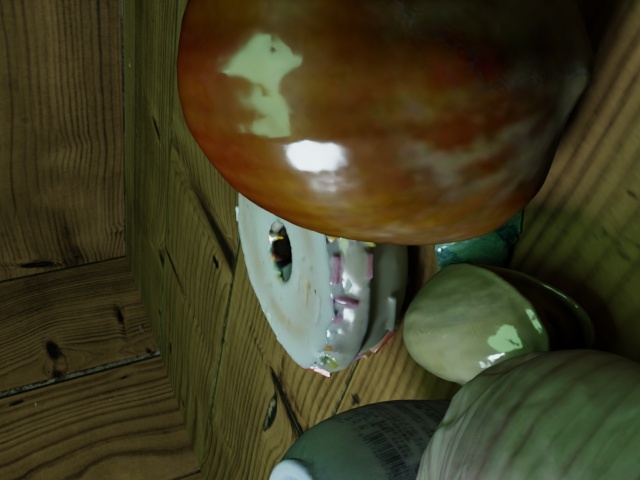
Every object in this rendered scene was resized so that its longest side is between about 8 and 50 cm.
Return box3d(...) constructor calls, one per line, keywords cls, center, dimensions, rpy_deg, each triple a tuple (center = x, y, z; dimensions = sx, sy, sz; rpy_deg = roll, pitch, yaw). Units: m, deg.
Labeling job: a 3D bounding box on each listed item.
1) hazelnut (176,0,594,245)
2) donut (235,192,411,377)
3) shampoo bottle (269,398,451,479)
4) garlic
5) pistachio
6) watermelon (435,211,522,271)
box3d(cls="hazelnut", center=(0.048, -0.164, 0.664), dimensions=(0.366, 0.366, 0.365), rpy_deg=(42, 138, 53))
box3d(cls="donut", center=(0.000, 0.000, 1.037), dimensions=(0.382, 0.143, 0.382), rpy_deg=(44, 141, 53))
box3d(cls="shampoo bottle", center=(0.098, 0.317, 0.819), dimensions=(0.273, 0.267, 0.272), rpy_deg=(29, 123, 60))
box3d(cls="garlic", center=(0.202, 0.227, 0.548), dimensions=(0.317, 0.260, 0.317), rpy_deg=(41, 145, 38))
box3d(cls="pistachio", center=(0.169, 0.084, 0.720), dimensions=(0.206, 0.130, 0.131), rpy_deg=(-13, 94, 60))
box3d(cls="watermelon", center=(0.161, 0.002, 0.802), dimensions=(0.094, 0.081, 0.180), rpy_deg=(-92, 8, -65))
